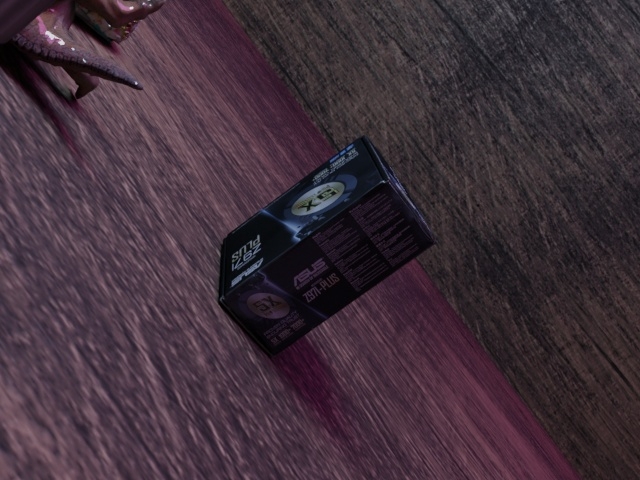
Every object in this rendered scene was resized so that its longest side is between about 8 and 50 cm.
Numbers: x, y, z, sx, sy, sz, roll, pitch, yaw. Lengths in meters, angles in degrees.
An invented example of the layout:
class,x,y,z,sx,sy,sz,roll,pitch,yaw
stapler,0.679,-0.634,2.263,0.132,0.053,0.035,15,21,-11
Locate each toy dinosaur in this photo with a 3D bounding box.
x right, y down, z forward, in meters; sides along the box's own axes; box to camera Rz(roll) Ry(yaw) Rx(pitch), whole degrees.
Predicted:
class,x,y,z,sx,sy,sz,roll,pitch,yaw
toy dinosaur,-0.245,-0.233,0.680,0.200,0.127,0.295,21,45,-60

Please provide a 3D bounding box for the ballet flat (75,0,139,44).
class,x,y,z,sx,sy,sz,roll,pitch,yaw
ballet flat,-0.264,-0.291,0.906,0.091,0.077,0.241,57,10,18

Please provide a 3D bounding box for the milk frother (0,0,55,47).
class,x,y,z,sx,sy,sz,roll,pitch,yaw
milk frother,-0.219,-0.163,0.462,0.129,0.135,0.143,51,9,-6

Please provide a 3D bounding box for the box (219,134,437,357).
class,x,y,z,sx,sy,sz,roll,pitch,yaw
box,0.000,0.000,0.787,0.077,0.180,0.147,51,10,-20
